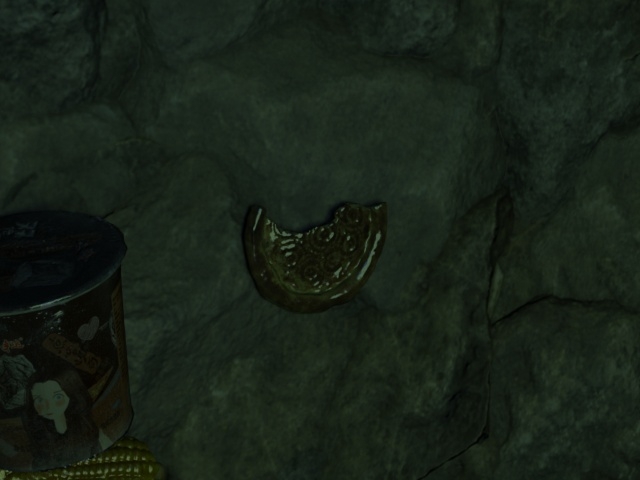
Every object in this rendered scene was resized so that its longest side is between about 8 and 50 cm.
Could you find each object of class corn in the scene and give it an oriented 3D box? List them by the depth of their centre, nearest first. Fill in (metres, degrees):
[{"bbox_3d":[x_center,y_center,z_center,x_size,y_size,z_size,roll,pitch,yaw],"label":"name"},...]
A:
[{"bbox_3d":[-0.285,0.255,1.929,0.262,0.097,0.097,2,102,-33],"label":"corn"}]

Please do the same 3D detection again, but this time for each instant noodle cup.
[{"bbox_3d":[-0.290,0.105,1.824,0.217,0.217,0.207,-22,121,-27],"label":"instant noodle cup"}]

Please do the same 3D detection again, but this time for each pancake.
[{"bbox_3d":[0.000,0.000,2.091,0.190,0.020,0.184,-41,121,-18],"label":"pancake"}]
